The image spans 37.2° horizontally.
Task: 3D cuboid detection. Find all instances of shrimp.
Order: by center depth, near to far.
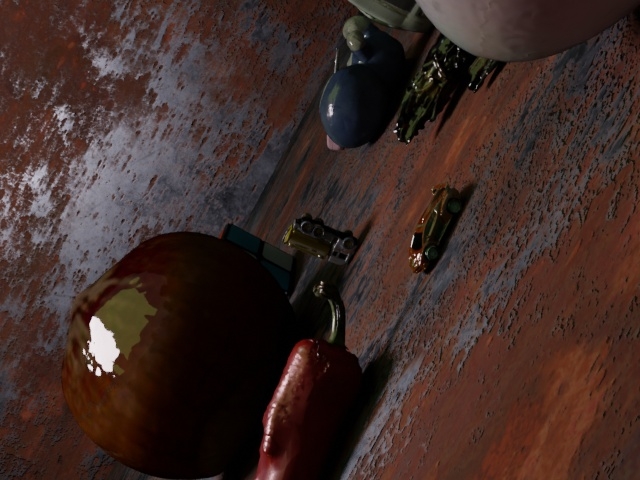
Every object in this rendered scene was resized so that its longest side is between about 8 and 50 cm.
[{"bbox_3d":[0.232,-0.290,1.441,0.365,0.071,0.233,-54,18,13],"label":"shrimp"}]

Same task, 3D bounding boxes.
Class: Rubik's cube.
[{"bbox_3d":[-0.172,0.100,2.048,0.180,0.183,0.167,-59,12,24],"label":"Rubik's cube"}]

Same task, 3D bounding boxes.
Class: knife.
[{"bbox_3d":[0.030,-0.300,2.114,0.336,0.043,0.081,83,-164,-64],"label":"knife"}]

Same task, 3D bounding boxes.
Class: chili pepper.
[{"bbox_3d":[-0.022,0.243,1.215,0.110,0.110,0.388,157,134,-74],"label":"chili pepper"}]

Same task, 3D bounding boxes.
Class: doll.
[{"bbox_3d":[0.082,-0.311,1.960,0.258,0.154,0.228,-58,-24,-17],"label":"doll"}]

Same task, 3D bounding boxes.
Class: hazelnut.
[{"bbox_3d":[-0.240,0.205,1.681,0.429,0.402,0.402,-58,10,-5],"label":"hazelnut"}]

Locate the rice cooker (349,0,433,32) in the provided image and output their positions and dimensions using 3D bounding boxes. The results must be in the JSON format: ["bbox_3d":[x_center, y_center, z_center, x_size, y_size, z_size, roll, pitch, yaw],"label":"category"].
[{"bbox_3d":[0.161,-0.585,1.951,0.277,0.288,0.288,-58,11,28],"label":"rice cooker"}]

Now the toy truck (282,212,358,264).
[{"bbox_3d":[0.000,0.000,1.643,0.052,0.123,0.063,-93,26,-70],"label":"toy truck"}]

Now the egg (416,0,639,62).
[{"bbox_3d":[0.216,-0.347,0.946,0.354,0.354,0.340,-106,28,-75],"label":"egg"}]

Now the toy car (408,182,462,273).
[{"bbox_3d":[0.143,-0.014,1.235,0.122,0.035,0.059,-62,14,-7],"label":"toy car"}]
